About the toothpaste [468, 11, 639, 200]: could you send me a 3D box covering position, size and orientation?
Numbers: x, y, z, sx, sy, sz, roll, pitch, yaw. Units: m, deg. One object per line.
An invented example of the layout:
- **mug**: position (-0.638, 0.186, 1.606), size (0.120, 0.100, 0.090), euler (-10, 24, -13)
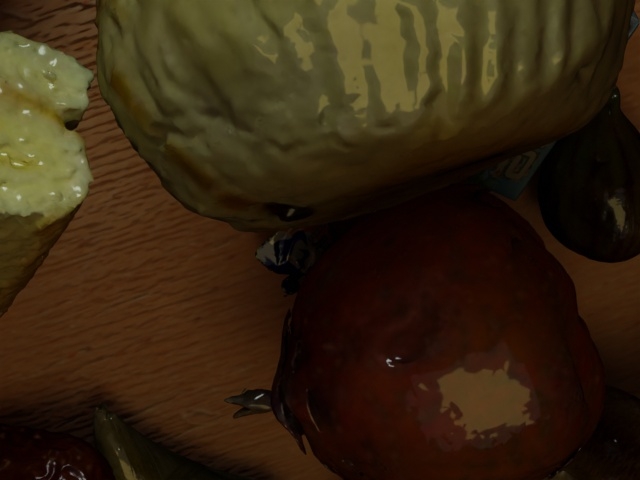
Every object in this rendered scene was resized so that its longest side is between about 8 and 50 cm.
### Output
- **toothpaste**: position (0.182, -0.129, 1.554), size (0.070, 0.044, 0.193), euler (21, 117, -24)

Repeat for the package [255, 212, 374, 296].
- **package**: position (-0.001, -0.001, 1.612), size (0.110, 0.033, 0.077), euler (-38, 108, -10)

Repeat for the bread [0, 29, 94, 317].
- **bread**: position (-0.328, -0.022, 1.373), size (0.236, 0.165, 0.375), euler (8, 154, -21)

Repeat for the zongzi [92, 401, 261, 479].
- **zongzi**: position (-0.121, 0.228, 1.708), size (0.194, 0.099, 0.197), euler (-4, 117, -9)

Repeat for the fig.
- **fig**: position (0.243, -0.060, 1.582), size (0.109, 0.103, 0.155), euler (12, 109, 8)

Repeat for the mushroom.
- **mushroom**: position (0.254, 0.234, 1.716), size (0.253, 0.153, 0.253), euler (26, 145, 20)

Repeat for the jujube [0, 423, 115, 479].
- **jujube**: position (-0.264, 0.220, 1.644), size (0.176, 0.109, 0.112), euler (10, 82, 20)

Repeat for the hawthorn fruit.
- **hawthorn fruit**: position (0.071, 0.104, 1.560), size (0.307, 0.276, 0.276), euler (-21, 125, 0)

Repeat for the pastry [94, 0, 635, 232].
- **pastry**: position (0.023, -0.183, 1.313), size (0.388, 0.388, 0.313), euler (-16, 84, -1)
